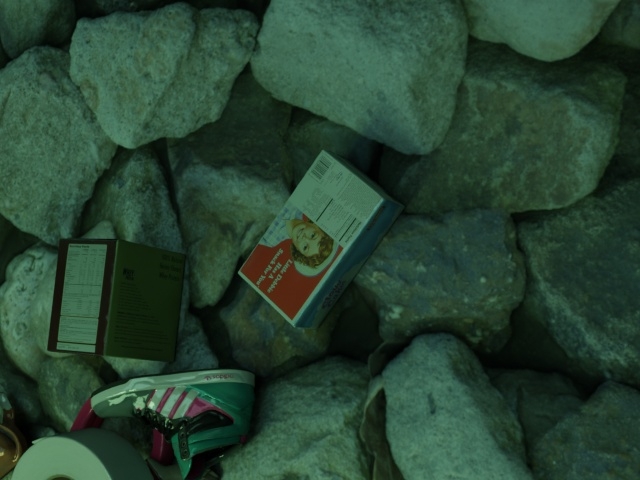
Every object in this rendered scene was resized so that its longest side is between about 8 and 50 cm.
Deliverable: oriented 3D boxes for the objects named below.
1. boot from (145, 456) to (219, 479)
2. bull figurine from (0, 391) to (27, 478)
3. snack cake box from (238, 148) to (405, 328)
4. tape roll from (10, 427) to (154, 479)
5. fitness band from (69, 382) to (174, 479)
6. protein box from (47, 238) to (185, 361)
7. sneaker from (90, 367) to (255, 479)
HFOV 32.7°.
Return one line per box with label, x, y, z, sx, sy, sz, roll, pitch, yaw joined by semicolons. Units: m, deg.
boot;-0.239;0.404;1.912;0.087;0.042;0.118;-40;81;-10
bull figurine;-0.693;0.440;2.141;0.310;0.101;0.188;-38;64;19
snack cake box;0.000;0.000;1.831;0.152;0.089;0.264;41;103;26
tape roll;-0.419;0.476;1.920;0.286;0.100;0.286;1;92;33
fitness band;-0.376;0.402;2.001;0.209;0.054;0.291;28;97;27
protein box;-0.363;0.108;1.952;0.135;0.199;0.201;2;82;29
sneaker;-0.252;0.327;1.872;0.295;0.124;0.179;-8;67;10
